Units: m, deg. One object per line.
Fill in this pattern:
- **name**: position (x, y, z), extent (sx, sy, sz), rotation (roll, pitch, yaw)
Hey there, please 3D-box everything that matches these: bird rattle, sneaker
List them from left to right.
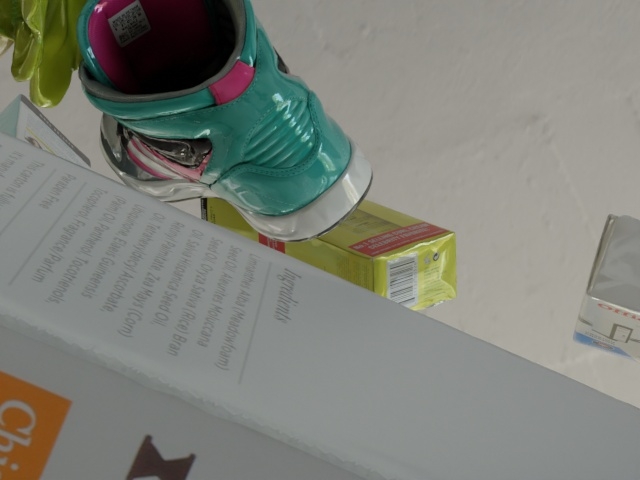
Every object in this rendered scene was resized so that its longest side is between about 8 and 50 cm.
- **bird rattle**: position (-0.253, -0.199, 0.888), extent (0.207, 0.143, 0.254), rotation (-32, -101, 8)
- **sneaker**: position (-0.106, -0.105, 0.902), extent (0.295, 0.124, 0.178), rotation (18, -29, 51)

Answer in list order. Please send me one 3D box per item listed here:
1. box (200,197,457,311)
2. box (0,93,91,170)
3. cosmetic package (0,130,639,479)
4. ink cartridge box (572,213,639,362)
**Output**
- **box**: position (0.000, 0.000, 1.042), extent (0.232, 0.087, 0.058), rotation (24, -56, 50)
- **box**: position (-0.265, -0.054, 1.216), extent (0.060, 0.244, 0.100), rotation (-42, -68, 6)
- **cosmetic package**: position (-0.038, 0.138, 0.541), extent (0.453, 0.161, 0.230), rotation (23, -71, -5)
- **ink cartridge box**: position (0.328, 0.060, 1.265), extent (0.148, 0.086, 0.203), rotation (18, -13, 13)
